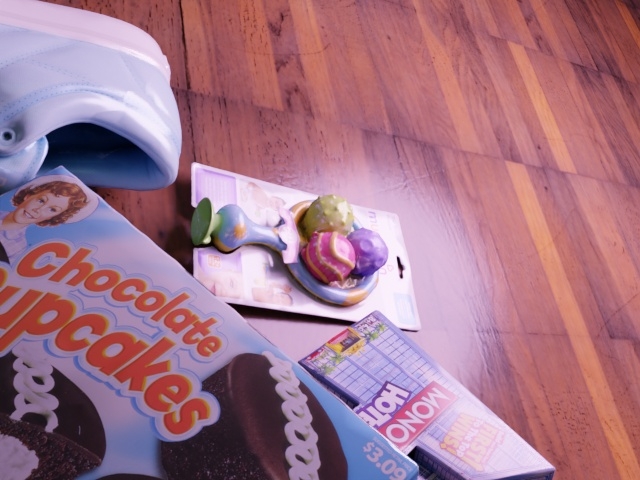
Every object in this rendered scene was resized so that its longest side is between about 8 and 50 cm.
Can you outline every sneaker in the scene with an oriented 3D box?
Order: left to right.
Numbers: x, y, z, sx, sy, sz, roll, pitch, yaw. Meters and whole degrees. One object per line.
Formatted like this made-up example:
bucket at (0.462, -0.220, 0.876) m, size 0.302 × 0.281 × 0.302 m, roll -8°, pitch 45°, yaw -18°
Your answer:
sneaker at (-0.259, -0.091, 0.477) m, size 0.365 × 0.135 × 0.150 m, roll -5°, pitch 60°, yaw -34°

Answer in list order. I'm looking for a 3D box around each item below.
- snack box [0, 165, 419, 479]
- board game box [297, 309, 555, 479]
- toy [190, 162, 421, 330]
snack box at (-0.131, 0.089, 0.368) m, size 0.322 × 0.060 × 0.187 m, roll 34°, pitch 54°, yaw 31°
board game box at (0.053, 0.155, 0.501) m, size 0.194 × 0.060 × 0.194 m, roll 28°, pitch 38°, yaw 32°
toy at (0.000, 0.000, 0.636) m, size 0.237 × 0.056 × 0.137 m, roll 10°, pitch 57°, yaw -28°
